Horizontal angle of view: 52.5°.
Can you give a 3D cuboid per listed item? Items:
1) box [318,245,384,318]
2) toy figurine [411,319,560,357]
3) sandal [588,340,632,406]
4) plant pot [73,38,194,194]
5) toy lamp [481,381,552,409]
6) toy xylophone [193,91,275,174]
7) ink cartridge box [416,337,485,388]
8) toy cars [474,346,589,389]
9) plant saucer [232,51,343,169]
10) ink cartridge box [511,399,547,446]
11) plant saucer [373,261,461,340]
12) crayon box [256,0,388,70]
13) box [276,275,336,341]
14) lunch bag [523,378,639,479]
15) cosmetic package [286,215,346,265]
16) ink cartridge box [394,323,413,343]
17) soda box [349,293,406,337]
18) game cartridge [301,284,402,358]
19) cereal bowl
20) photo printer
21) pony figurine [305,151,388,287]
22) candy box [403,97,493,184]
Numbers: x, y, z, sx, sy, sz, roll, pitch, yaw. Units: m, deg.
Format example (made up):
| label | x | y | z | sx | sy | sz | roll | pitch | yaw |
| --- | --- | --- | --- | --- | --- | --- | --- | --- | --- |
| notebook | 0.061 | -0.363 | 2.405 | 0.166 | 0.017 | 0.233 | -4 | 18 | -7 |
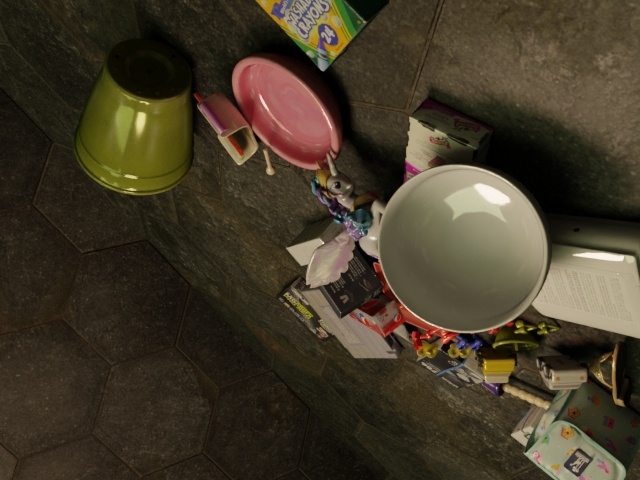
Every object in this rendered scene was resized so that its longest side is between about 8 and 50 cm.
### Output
| label | x | y | z | sx | sy | sz | roll | pitch | yaw |
| --- | --- | --- | --- | --- | --- | --- | --- | --- | --- |
| box | 0.081 | 0.125 | 1.953 | 0.156 | 0.158 | 0.093 | 55 | 169 | 16 |
| toy figurine | 0.397 | 0.163 | 1.666 | 0.363 | 0.217 | 0.191 | 3 | 144 | -19 |
| sandal | 0.680 | 0.316 | 1.542 | 0.079 | 0.088 | 0.240 | 10 | 146 | 39 |
| plant pot | -0.523 | -0.384 | 1.903 | 0.366 | 0.366 | 0.353 | 40 | 143 | 5 |
| toy lamp | 0.598 | 0.447 | 1.884 | 0.275 | 0.080 | 0.080 | 19 | 146 | 35 |
| toy xylophone | -0.228 | -0.283 | 1.772 | 0.236 | 0.081 | 0.322 | 52 | 177 | 14 |
| ink cartridge box | 0.402 | 0.383 | 2.008 | 0.165 | 0.065 | 0.332 | 33 | 162 | 5 |
| toy cars | 0.534 | 0.338 | 1.676 | 0.394 | 0.176 | 0.087 | -4 | 90 | 57 |
| plant saucer | -0.069 | -0.326 | 1.598 | 0.332 | 0.084 | 0.332 | 34 | 154 | 19 |
| ink cartridge box | 0.647 | 0.539 | 1.922 | 0.060 | 0.104 | 0.180 | 38 | 154 | 10 |
| plant saucer | 0.296 | 0.171 | 1.906 | 0.258 | 0.048 | 0.259 | 21 | 147 | 38 |
| crayon box | -0.044 | -0.512 | 1.269 | 0.323 | 0.083 | 0.203 | 46 | 154 | -7 |
| box | -0.032 | 0.269 | 2.512 | 0.270 | 0.060 | 0.216 | 44 | 155 | -4 |
| lunch bag | 0.673 | 0.514 | 1.661 | 0.223 | 0.262 | 0.160 | 38 | 155 | 11 |
| cosmetic package | 0.000 | 0.000 | 1.978 | 0.085 | 0.117 | 0.231 | 50 | 152 | -14 |
| ink cartridge box | 0.248 | 0.282 | 2.136 | 0.179 | 0.045 | 0.145 | 32 | 176 | -23 |
| soda box | 0.157 | 0.213 | 2.032 | 0.083 | 0.092 | 0.263 | 58 | 167 | -18 |
| game cartridge | 0.109 | 0.280 | 2.293 | 0.230 | 0.068 | 0.355 | -7 | 127 | 51 |
| cereal bowl | 0.295 | 0.008 | 1.300 | 0.339 | 0.141 | 0.339 | 6 | 101 | 30 |
| photo printer | 0.534 | 0.065 | 1.328 | 0.307 | 0.107 | 0.256 | 11 | 139 | 49 |
| pony figurine | 0.129 | -0.016 | 1.577 | 0.363 | 0.303 | 0.351 | 31 | 144 | 32 |
| candy box | 0.265 | -0.171 | 1.381 | 0.159 | 0.071 | 0.233 | 31 | 154 | 21 |
